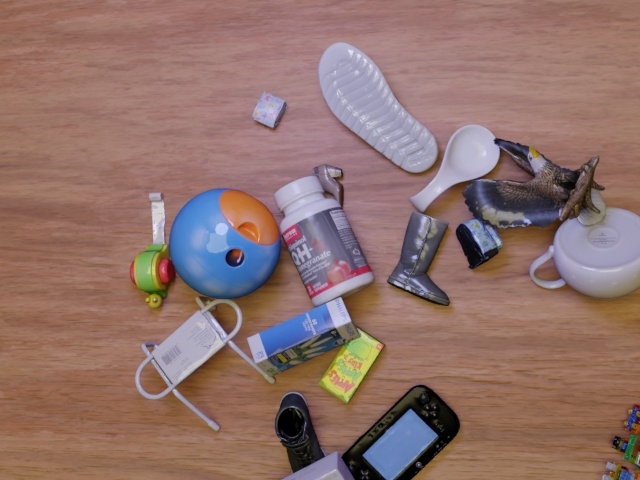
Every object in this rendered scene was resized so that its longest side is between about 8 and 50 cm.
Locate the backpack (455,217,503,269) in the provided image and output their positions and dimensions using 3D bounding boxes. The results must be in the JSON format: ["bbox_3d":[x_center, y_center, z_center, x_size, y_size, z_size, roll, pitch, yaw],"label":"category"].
[{"bbox_3d":[0.406,-0.001,1.828,0.084,0.105,0.114,-25,77,-16],"label":"backpack"}]

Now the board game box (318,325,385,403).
[{"bbox_3d":[0.083,0.327,1.876,0.092,0.043,0.181,33,90,11],"label":"board game box"}]

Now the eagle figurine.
[{"bbox_3d":[0.533,-0.144,1.738,0.226,0.298,0.225,-11,100,-33],"label":"eagle figurine"}]

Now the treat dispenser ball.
[{"bbox_3d":[-0.246,0.009,1.838,0.288,0.288,0.288,-1,84,9],"label":"treat dispenser ball"}]

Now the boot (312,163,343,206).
[{"bbox_3d":[0.017,-0.149,1.940,0.087,0.042,0.118,-2,83,16],"label":"boot"}]

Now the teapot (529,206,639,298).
[{"bbox_3d":[0.688,0.055,1.737,0.252,0.187,0.256,-37,45,-15],"label":"teapot"}]

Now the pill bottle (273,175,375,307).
[{"bbox_3d":[0.000,0.000,1.855,0.176,0.176,0.318,-26,81,6],"label":"pill bottle"}]

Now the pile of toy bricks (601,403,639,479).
[{"bbox_3d":[0.784,0.518,1.721,0.105,0.118,0.212,29,79,-21],"label":"pile of toy bricks"}]

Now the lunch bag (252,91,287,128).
[{"bbox_3d":[-0.143,-0.360,1.978,0.071,0.053,0.083,24,79,9],"label":"lunch bag"}]

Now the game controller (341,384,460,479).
[{"bbox_3d":[0.204,0.524,1.826,0.319,0.067,0.166,-45,79,3],"label":"game controller"}]

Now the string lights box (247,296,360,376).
[{"bbox_3d":[-0.041,0.247,1.812,0.260,0.133,0.076,-24,61,3],"label":"string lights box"}]

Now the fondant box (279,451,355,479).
[{"bbox_3d":[0.018,0.729,1.774,0.238,0.096,0.330,-29,100,6],"label":"fondant box"}]

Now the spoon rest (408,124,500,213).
[{"bbox_3d":[0.351,-0.185,1.851,0.276,0.084,0.137,-45,89,-1],"label":"spoon rest"}]

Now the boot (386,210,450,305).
[{"bbox_3d":[0.288,0.048,1.864,0.190,0.076,0.208,25,82,9],"label":"boot"}]

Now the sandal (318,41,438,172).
[{"bbox_3d":[0.148,-0.346,1.911,0.169,0.102,0.416,-39,92,19],"label":"sandal"}]

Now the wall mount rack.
[{"bbox_3d":[-0.306,0.329,1.905,0.350,0.130,0.304,-41,76,4],"label":"wall mount rack"}]

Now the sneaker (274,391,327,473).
[{"bbox_3d":[-0.050,0.542,1.826,0.105,0.147,0.295,-18,83,5],"label":"sneaker"}]

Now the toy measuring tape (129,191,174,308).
[{"bbox_3d":[-0.466,0.023,1.963,0.121,0.121,0.330,-3,84,9],"label":"toy measuring tape"}]
